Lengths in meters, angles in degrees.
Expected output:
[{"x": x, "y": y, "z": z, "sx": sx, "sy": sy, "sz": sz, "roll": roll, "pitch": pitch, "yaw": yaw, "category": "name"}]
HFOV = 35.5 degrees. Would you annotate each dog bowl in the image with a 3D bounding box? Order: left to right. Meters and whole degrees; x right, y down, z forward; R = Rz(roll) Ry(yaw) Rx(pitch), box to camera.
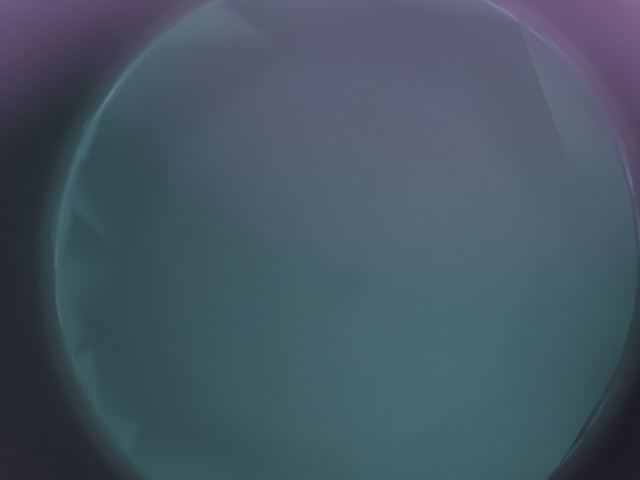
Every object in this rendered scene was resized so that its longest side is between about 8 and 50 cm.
[{"x": 0.000, "y": 0.000, "z": 0.363, "sx": 0.348, "sy": 0.102, "sz": 0.349, "roll": -1, "pitch": 83, "yaw": 8, "category": "dog bowl"}]
